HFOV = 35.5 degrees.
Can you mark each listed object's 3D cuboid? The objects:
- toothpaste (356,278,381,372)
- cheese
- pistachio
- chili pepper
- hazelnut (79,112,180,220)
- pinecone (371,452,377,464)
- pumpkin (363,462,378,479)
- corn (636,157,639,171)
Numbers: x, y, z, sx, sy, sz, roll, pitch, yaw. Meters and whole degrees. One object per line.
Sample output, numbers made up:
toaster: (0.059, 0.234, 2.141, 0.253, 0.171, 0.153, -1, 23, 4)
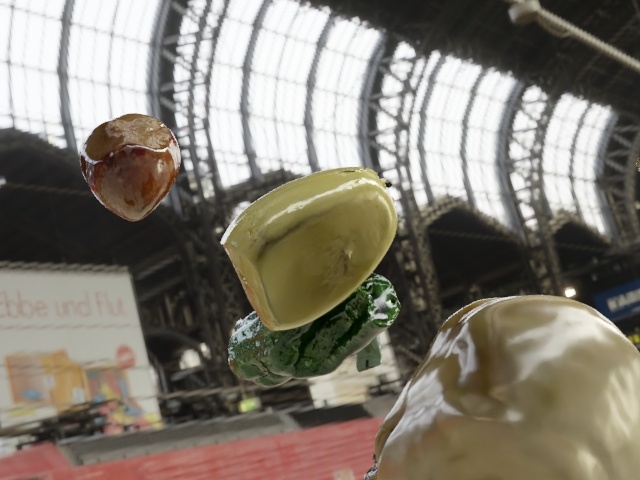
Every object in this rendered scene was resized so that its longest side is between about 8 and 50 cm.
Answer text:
toothpaste: (0.090, 0.138, 2.029, 0.067, 0.255, 0.037, -22, -29, 39)
cheese: (0.000, 0.000, 1.680, 0.316, 0.128, 0.259, -35, -43, -19)
pistachio: (0.248, 0.268, 1.250, 0.365, 0.445, 0.281, -10, 24, 0)
chili pepper: (-0.026, 0.178, 1.926, 0.213, 0.167, 0.385, 7, -26, -42)
hazelnut: (-0.261, -0.099, 1.373, 0.143, 0.154, 0.143, -6, -56, -8)
pinecone: (0.169, 0.373, 1.531, 0.221, 0.221, 0.221, -15, -15, -4)
pumpkin: (0.103, 0.321, 1.419, 0.101, 0.035, 0.073, -33, -4, -45)
corn: (0.653, -0.168, 1.712, 0.237, 0.079, 0.079, -20, -13, -13)
